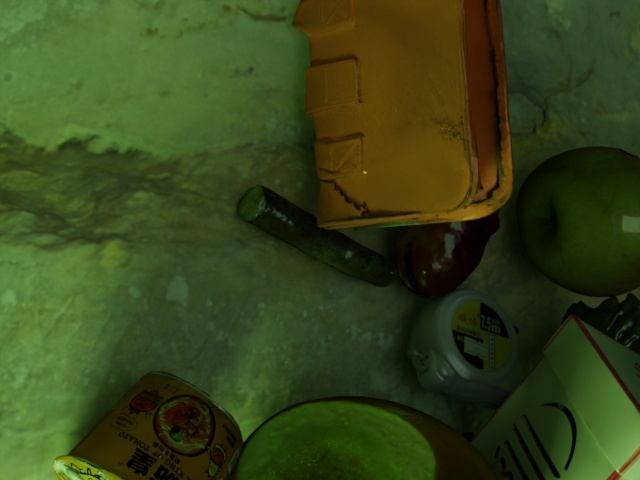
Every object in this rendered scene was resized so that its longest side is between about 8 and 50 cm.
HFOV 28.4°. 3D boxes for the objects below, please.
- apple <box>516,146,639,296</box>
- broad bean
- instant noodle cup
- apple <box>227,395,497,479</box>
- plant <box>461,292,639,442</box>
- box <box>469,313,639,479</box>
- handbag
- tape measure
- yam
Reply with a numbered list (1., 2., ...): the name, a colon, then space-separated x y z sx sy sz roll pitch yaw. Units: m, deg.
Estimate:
1. apple: 0.435 -0.030 2.016 0.194 0.261 0.261 -6 95 -28
2. broad bean: 0.205 -0.014 1.944 0.228 0.122 0.156 -48 119 -22
3. instant noodle cup: -0.211 0.287 1.640 0.216 0.215 0.172 50 57 -24
4. apple: 0.063 0.394 1.727 0.384 0.374 0.374 4 89 -40
5. plant: 0.421 0.246 2.012 0.180 0.251 0.333 45 66 -8
6. box: 0.436 0.352 1.838 0.312 0.314 0.300 29 108 -24
7. handbag: 0.111 -0.225 1.766 0.116 0.303 0.410 -4 88 -49
8. tape measure: 0.225 0.168 1.966 0.196 0.105 0.178 22 57 -23
9. yam: 0.000 0.000 1.852 0.274 0.061 0.061 29 76 -32
